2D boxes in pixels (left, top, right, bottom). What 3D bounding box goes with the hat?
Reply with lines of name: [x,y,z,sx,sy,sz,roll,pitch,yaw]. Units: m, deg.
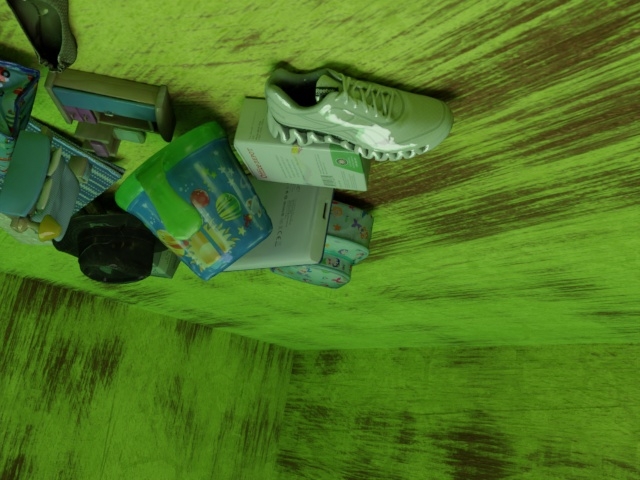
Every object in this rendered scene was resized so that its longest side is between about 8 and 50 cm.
hat: [-0.527,0.039,1.744,0.331,0.134,0.331,-10,157,-4]

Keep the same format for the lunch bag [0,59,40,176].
lunch bag: [-0.645,-0.246,1.107,0.293,0.138,0.221,21,160,-23]

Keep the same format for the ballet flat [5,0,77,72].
ballet flat: [-0.398,-0.310,0.942,0.084,0.058,0.250,11,163,-6]

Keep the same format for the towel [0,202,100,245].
towel: [-0.742,-0.070,1.766,0.316,0.054,0.332,3,153,10]

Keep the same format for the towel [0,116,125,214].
towel: [-0.627,-0.152,1.508,0.336,0.040,0.243,-23,138,39]

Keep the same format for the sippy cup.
sippy cup: [-0.211,-0.058,1.209,0.224,0.305,0.240,53,133,-2]

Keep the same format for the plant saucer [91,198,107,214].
plant saucer: [-0.700,-0.102,1.830,0.240,0.037,0.241,8,162,3]

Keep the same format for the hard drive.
hard drive: [-0.107,-0.046,1.369,0.318,0.210,0.040,-7,157,44]

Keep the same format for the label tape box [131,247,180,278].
label tape box: [-0.593,0.045,2.119,0.249,0.115,0.348,7,161,10]

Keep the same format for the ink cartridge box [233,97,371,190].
ink cartridge box: [-0.024,-0.163,1.145,0.212,0.093,0.154,5,162,11]

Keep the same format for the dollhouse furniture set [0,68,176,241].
dollhouse furniture set: [-0.392,-0.106,1.184,0.198,0.304,0.286,11,163,-1]

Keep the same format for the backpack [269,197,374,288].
backpack: [0.000,0.000,1.525,0.225,0.191,0.253,16,157,-15]

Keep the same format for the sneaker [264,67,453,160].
sneaker: [0.052,-0.195,0.994,0.291,0.110,0.118,6,154,11]

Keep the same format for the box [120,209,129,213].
box: [-0.455,-0.023,1.904,0.244,0.060,0.100,15,162,-16]
